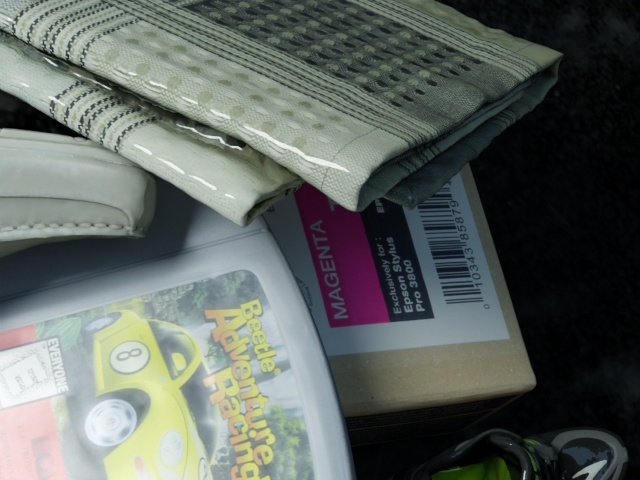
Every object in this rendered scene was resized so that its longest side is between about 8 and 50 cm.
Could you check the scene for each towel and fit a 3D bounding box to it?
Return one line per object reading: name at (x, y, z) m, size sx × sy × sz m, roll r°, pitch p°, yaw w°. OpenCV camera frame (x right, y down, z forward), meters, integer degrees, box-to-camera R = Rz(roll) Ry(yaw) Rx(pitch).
towel at (-0.056, -0.110, 0.932) m, size 0.324 × 0.056 × 0.312 m, roll 25°, pitch 24°, yaw 17°

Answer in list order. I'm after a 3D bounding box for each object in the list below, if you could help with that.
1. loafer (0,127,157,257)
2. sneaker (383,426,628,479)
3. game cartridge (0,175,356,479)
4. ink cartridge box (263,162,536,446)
loafer at (-0.235, 0.007, 0.825) m, size 0.319 × 0.112 × 0.112 m, roll -5°, pitch 86°, yaw -9°
sneaker at (0.114, 0.146, 1.018) m, size 0.188 × 0.078 × 0.067 m, roll -6°, pitch 69°, yaw -35°
game cartridge at (-0.086, 0.101, 0.874) m, size 0.196 × 0.060 × 0.294 m, roll -14°, pitch 72°, yaw -5°
ink cartridge box at (0.000, 0.000, 1.018) m, size 0.193 × 0.088 × 0.235 m, roll -4°, pitch 69°, yaw -35°
